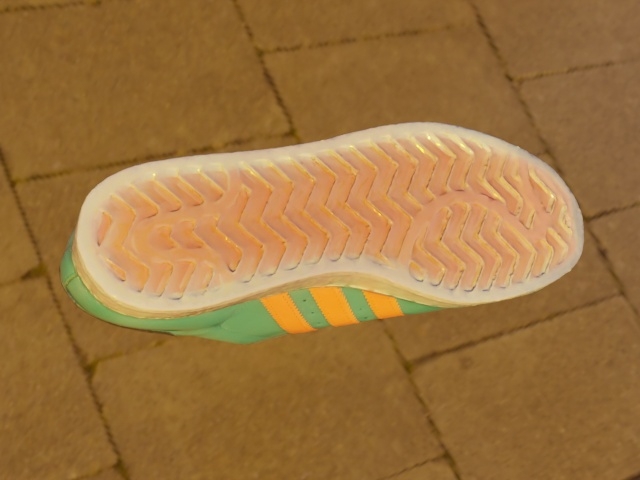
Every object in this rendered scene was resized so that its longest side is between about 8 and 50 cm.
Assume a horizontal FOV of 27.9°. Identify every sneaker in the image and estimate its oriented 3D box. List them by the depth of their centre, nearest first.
[{"bbox_3d":[0.000,0.000,0.748,0.302,0.121,0.108,-2,77,-20],"label":"sneaker"}]
